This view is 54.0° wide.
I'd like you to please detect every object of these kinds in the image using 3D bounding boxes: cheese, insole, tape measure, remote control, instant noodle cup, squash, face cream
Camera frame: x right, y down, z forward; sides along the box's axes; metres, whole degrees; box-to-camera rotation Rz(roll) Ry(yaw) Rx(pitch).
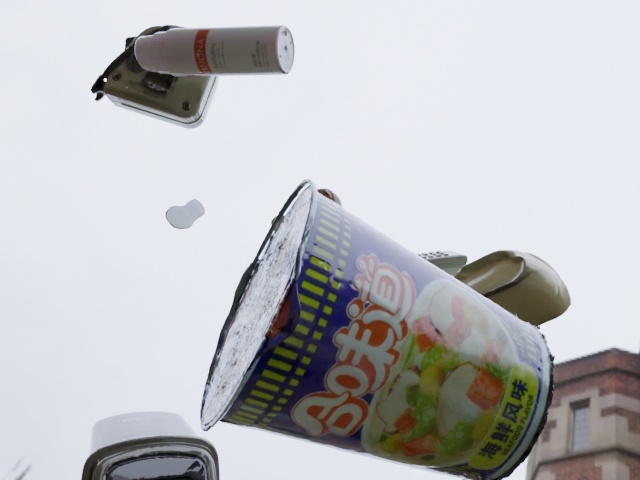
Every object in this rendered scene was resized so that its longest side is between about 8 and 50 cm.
[{"bbox_3d":[0.416,0.144,1.408,0.266,0.127,0.233,-31,-63,24],"label":"cheese"},{"bbox_3d":[-0.315,-0.064,1.480,0.004,0.188,0.064,-33,-83,19],"label":"insole"},{"bbox_3d":[-0.388,-0.416,1.514,0.271,0.231,0.133,16,-9,4],"label":"tape measure"},{"bbox_3d":[0.221,0.066,1.578,0.277,0.103,0.056,-6,-83,-7],"label":"remote control"},{"bbox_3d":[0.066,0.121,0.681,0.312,0.284,0.284,24,-49,-12],"label":"instant noodle cup"},{"bbox_3d":[-0.056,-0.021,0.881,0.027,0.083,0.027,0,-92,-4],"label":"squash"},{"bbox_3d":[-0.229,-0.392,1.304,0.345,0.102,0.102,3,-56,19],"label":"face cream"}]

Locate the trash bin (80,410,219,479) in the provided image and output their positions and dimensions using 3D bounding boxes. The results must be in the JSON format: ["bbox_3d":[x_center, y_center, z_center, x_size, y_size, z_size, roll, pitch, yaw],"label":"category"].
[{"bbox_3d":[-0.284,0.389,1.027,0.290,0.209,0.182,-177,-93,-68],"label":"trash bin"}]

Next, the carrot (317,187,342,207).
[{"bbox_3d":[0.000,0.000,0.873,0.060,0.060,0.186,16,-39,14],"label":"carrot"}]
